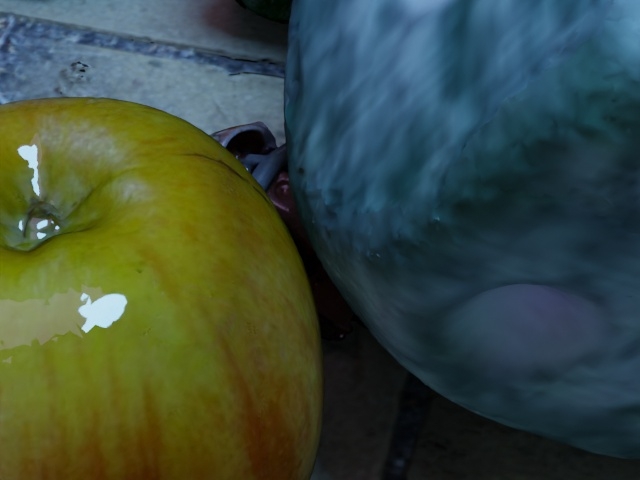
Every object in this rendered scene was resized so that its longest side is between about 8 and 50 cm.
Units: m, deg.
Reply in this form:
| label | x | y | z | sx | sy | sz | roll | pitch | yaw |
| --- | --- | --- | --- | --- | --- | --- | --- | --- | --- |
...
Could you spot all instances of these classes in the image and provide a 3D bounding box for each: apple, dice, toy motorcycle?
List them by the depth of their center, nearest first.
| label | x | y | z | sx | sy | sz | roll | pitch | yaw |
| --- | --- | --- | --- | --- | --- | --- | --- | --- | --- |
| apple | -0.127 | 0.062 | 0.886 | 0.286 | 0.233 | 0.286 | 0 | 44 | 0 |
| dice | 0.201 | -0.101 | 0.914 | 0.348 | 0.330 | 0.328 | 19 | 52 | -25 |
| toy motorcycle | 0.000 | 0.000 | 1.028 | 0.212 | 0.118 | 0.084 | 22 | 56 | 19 |

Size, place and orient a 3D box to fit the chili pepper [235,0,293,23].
| label | x | y | z | sx | sy | sz | roll | pitch | yaw |
| --- | --- | --- | --- | --- | --- | --- | --- | --- | --- |
| chili pepper | 0.064 | -0.247 | 1.207 | 0.257 | 0.233 | 0.248 | 18 | 64 | 7 |
